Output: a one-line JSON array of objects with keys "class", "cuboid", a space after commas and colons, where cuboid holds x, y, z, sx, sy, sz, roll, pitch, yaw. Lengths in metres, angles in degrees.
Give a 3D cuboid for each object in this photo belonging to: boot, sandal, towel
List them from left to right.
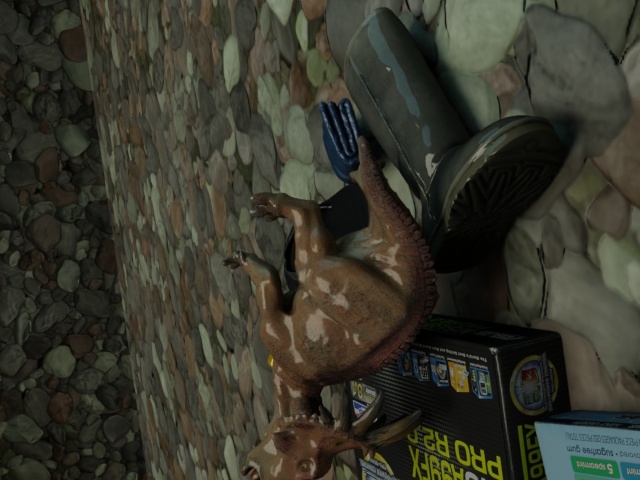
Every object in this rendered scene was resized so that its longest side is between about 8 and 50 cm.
[{"class": "sandal", "cuboid": [0.000, -0.001, 0.879, 0.254, 0.054, 0.097, 135, 122, -63]}, {"class": "towel", "cuboid": [0.020, -0.091, 0.777, 0.119, 0.029, 0.067, 95, 157, -85]}, {"class": "boot", "cuboid": [0.088, -0.101, 0.631, 0.189, 0.076, 0.208, 119, 142, -55]}]

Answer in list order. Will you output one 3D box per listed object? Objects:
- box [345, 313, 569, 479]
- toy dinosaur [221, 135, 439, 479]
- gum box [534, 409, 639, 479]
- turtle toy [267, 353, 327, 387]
[{"class": "box", "cuboid": [0.107, 0.175, 0.696, 0.270, 0.060, 0.216, -179, 81, -67]}, {"class": "toy dinosaur", "cuboid": [0.026, 0.064, 0.628, 0.200, 0.127, 0.295, 58, 135, 30]}, {"class": "gum box", "cuboid": [0.210, 0.199, 0.490, 0.157, 0.041, 0.184, 156, 104, -66]}, {"class": "turtle toy", "cuboid": [-0.013, 0.117, 0.942, 0.095, 0.066, 0.130, -63, 34, 19]}]
